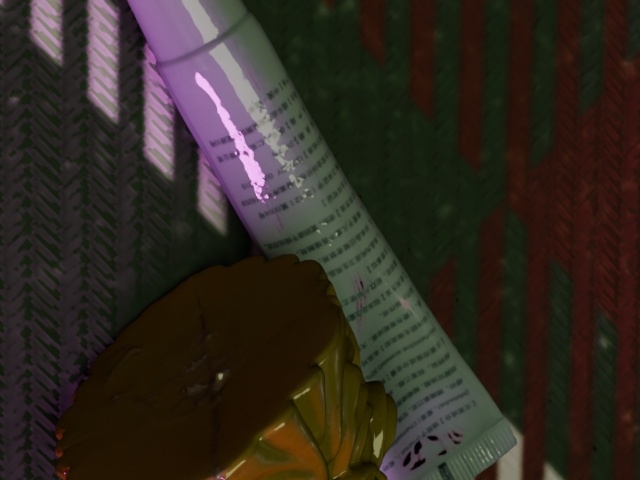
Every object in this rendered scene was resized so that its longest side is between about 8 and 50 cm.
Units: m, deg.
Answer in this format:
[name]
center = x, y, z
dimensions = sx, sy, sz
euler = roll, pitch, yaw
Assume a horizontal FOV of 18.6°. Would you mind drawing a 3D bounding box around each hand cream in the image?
[hand cream]
center = 0.000, 0.000, 1.015
dimensions = 0.085, 0.058, 0.331
euler = -35, 107, -15

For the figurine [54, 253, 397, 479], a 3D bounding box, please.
[figurine]
center = 0.018, 0.180, 0.996
dimensions = 0.168, 0.187, 0.315
euler = -42, 117, -16
